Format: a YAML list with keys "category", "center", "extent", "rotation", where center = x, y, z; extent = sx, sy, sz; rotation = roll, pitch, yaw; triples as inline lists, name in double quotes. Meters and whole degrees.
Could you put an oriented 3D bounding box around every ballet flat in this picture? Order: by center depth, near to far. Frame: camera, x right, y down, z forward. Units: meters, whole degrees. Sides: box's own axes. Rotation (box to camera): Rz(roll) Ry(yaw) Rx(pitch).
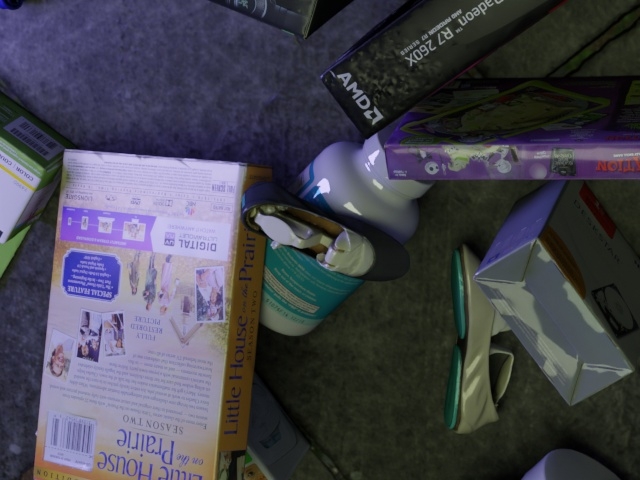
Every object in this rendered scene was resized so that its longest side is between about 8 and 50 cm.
- category: "ballet flat"
  center: [0.000, 0.000, 1.791]
  extent: [0.203, 0.074, 0.074]
  rotation: [26, 117, 4]
- category: "ballet flat"
  center: [0.194, 0.118, 1.943]
  extent: [0.086, 0.086, 0.248]
  rotation: [8, 115, 15]

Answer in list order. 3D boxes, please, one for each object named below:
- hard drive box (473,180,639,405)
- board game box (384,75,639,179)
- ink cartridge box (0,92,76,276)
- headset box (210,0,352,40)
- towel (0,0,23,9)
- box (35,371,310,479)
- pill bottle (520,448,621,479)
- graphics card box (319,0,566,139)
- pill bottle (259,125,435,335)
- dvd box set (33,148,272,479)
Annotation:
- category: "hard drive box"
  center: [0.277, 0.046, 1.789]
  extent: [0.089, 0.232, 0.181]
  rotation: [-33, 99, 26]
- category: "board game box"
  center: [0.262, -0.123, 1.739]
  extent: [0.347, 0.208, 0.056]
  rotation: [1, 111, 19]
- category: "ink cartridge box"
  center: [-0.458, -0.063, 2.072]
  extent: [0.189, 0.097, 0.255]
  rotation: [36, 117, 2]
- category: "headset box"
  center: [-0.071, -0.346, 1.741]
  extent: [0.283, 0.246, 0.131]
  rotation: [22, 116, 8]
- category: "towel"
  center: [-0.498, -0.415, 1.952]
  extent: [0.308, 0.076, 0.228]
  rotation: [15, 115, 12]
- category: "box"
  center: [-0.191, 0.256, 2.097]
  extent: [0.262, 0.127, 0.231]
  rotation: [-30, 101, 28]
- category: "pill bottle"
  center: [0.216, 0.448, 1.977]
  extent: [0.229, 0.229, 0.408]
  rotation: [39, 118, 0]
- category: "graphics card box"
  center: [0.189, -0.266, 1.691]
  extent: [0.371, 0.233, 0.094]
  rotation: [-33, 98, 26]
- category: "pill bottle"
  center: [0.016, -0.016, 1.901]
  extent: [0.146, 0.146, 0.264]
  rotation: [45, 118, -3]
- category: "dvd box set"
  center: [-0.206, 0.107, 1.938]
  extent: [0.307, 0.062, 0.420]
  rotation: [5, 91, 38]
